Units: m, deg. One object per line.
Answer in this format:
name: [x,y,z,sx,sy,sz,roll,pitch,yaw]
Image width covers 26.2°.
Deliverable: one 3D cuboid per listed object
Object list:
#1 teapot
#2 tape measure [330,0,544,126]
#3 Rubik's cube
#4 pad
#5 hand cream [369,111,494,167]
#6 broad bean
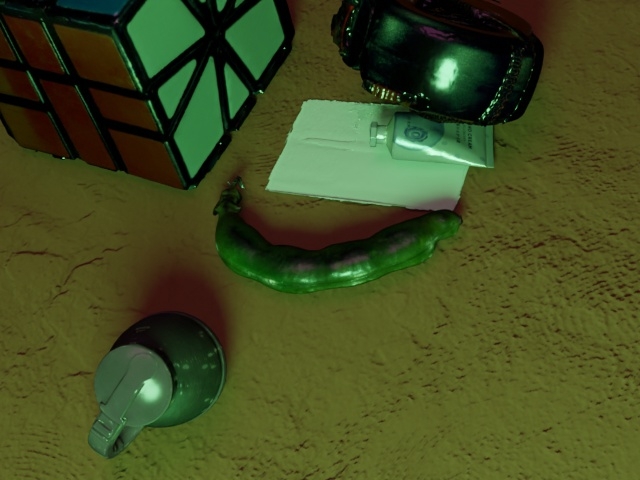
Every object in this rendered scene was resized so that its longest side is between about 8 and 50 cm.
teapot: [-0.178,0.139,1.360,0.148,0.146,0.116,-26,87,13]
tape measure: [0.140,-0.204,1.541,0.202,0.135,0.223,2,24,-32]
Rubik's cube: [-0.233,-0.267,1.630,0.283,0.293,0.288,16,55,24]
pad: [0.063,-0.101,1.594,0.232,0.004,0.156,7,53,20]
hand cream: [0.126,-0.118,1.560,0.142,0.053,0.084,2,50,4]
broad bean: [0.000,0.000,1.498,0.292,0.049,0.144,8,53,22]
